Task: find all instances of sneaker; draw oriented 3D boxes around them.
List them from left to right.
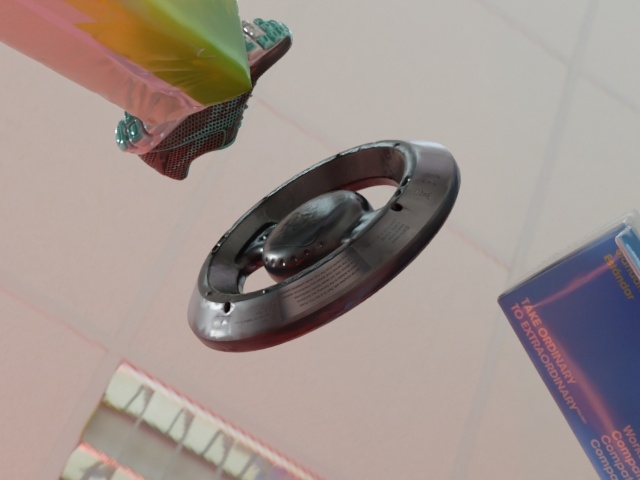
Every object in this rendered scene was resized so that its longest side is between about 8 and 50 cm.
[{"bbox_3d":[-0.085,-0.113,0.993,0.076,0.166,0.065,48,-171,-40],"label":"sneaker"}]

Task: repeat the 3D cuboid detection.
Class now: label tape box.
[{"bbox_3d":[0.231,0.115,0.838,0.249,0.115,0.348,60,-163,5],"label":"label tape box"}]

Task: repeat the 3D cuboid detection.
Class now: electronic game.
[{"bbox_3d":[0.000,0.000,0.893,0.048,0.229,0.229,56,-134,-21],"label":"electronic game"}]

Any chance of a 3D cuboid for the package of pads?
[{"bbox_3d":[-0.171,-0.231,0.797,0.296,0.101,0.229,30,-135,-58],"label":"package of pads"}]
